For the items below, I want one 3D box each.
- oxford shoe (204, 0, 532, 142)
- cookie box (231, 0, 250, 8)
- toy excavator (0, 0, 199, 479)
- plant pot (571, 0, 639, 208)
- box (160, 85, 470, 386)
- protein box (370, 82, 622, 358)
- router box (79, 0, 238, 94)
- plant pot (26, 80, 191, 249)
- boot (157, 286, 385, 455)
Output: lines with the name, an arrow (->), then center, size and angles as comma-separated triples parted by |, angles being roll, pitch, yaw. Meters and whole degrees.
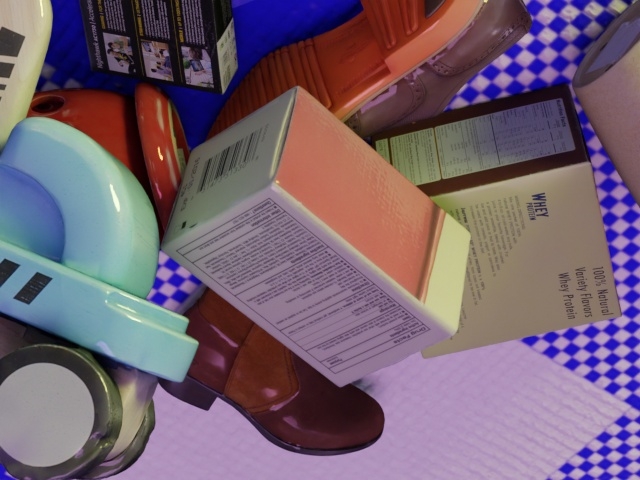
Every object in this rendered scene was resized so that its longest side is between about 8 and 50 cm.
oxford shoe -> 0.036, -0.128, 1.627 | 0.364, 0.130, 0.133 | -33, 139, 30
cookie box -> -0.064, -0.263, 1.561 | 0.107, 0.040, 0.092 | -19, 126, 14
toy excavator -> -0.266, -0.068, 1.451 | 0.433, 0.222, 0.445 | 23, 84, 7
plant pot -> 0.372, -0.096, 1.614 | 0.274, 0.256, 0.256 | 40, 118, -11
box -> 0.000, 0.000, 1.550 | 0.148, 0.127, 0.232 | -28, 125, 37
protein box -> 0.171, -0.018, 1.712 | 0.201, 0.136, 0.200 | -13, 128, 8
router box -> -0.147, -0.220, 1.552 | 0.133, 0.046, 0.179 | 11, 136, 14
plant pot -> -0.208, -0.056, 1.630 | 0.174, 0.191, 0.191 | -15, 128, 2
boot -> -0.009, 0.089, 1.806 | 0.264, 0.096, 0.280 | 26, 132, -7
